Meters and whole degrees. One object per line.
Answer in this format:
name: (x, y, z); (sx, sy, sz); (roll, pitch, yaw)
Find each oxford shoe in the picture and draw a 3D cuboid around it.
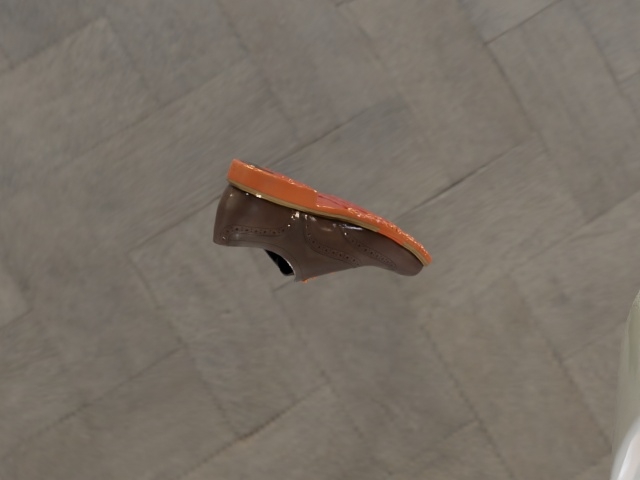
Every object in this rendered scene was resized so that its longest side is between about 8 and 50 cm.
oxford shoe: (0.000, 0.000, 1.691); (0.271, 0.097, 0.098); (21, 93, -32)

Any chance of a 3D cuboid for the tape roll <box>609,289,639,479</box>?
tape roll: (0.278, 0.098, 0.744); (0.286, 0.286, 0.100); (26, 43, -9)
